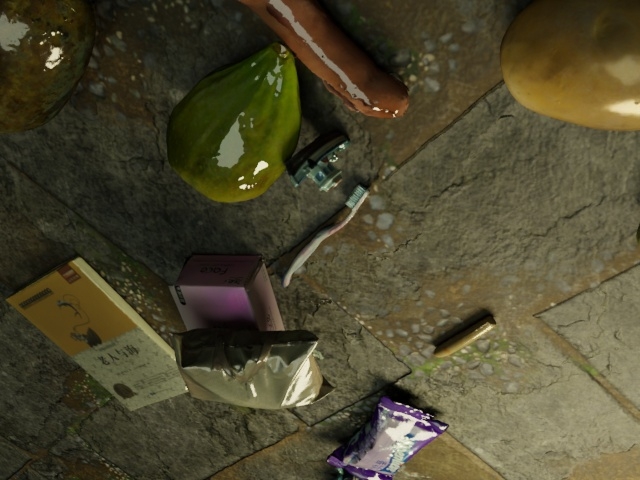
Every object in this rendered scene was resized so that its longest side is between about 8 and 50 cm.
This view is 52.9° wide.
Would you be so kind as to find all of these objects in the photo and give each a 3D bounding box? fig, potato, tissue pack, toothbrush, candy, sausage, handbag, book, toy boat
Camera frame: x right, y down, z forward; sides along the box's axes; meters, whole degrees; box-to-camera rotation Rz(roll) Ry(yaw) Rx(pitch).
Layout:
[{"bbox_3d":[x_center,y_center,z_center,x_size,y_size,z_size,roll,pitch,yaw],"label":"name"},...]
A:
[{"bbox_3d":[-0.100,-0.160,0.862,0.167,0.167,0.233,39,105,-12],"label":"fig"},{"bbox_3d":[0.311,-0.195,0.685,0.234,0.146,0.150,9,99,15],"label":"potato"},{"bbox_3d":[-0.152,0.146,1.157,0.149,0.092,0.246,-1,126,18],"label":"tissue pack"},{"bbox_3d":[0.000,0.000,1.028,0.027,0.021,0.269,42,130,2],"label":"toothbrush"},{"bbox_3d":[0.128,0.402,1.273,0.145,0.070,0.275,24,128,-8],"label":"candy"},{"bbox_3d":[-0.011,-0.255,0.793,0.304,0.078,0.078,40,130,-17],"label":"sausage"},{"bbox_3d":[-0.118,0.203,1.057,0.271,0.117,0.182,-2,139,10],"label":"handbag"},{"bbox_3d":[-0.455,0.213,1.367,0.269,0.032,0.389,-25,116,34],"label":"book"},{"bbox_3d":[0.002,-0.101,0.867,0.066,0.140,0.059,47,130,2],"label":"toy boat"},{"bbox_3d":[0.237,0.164,1.068,0.024,0.024,0.132,38,130,-11],"label":"sausage"}]

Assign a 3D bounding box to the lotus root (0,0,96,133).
[{"bbox_3d":[-0.409,-0.258,0.887,0.152,0.160,0.275,43,130,-1],"label":"lotus root"}]

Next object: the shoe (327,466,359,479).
[{"bbox_3d":[0.042,0.557,1.434,0.071,0.064,0.143,24,129,0],"label":"shoe"}]

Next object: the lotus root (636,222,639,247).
[{"bbox_3d":[0.469,-0.039,0.780,0.090,0.077,0.183,22,135,-6],"label":"lotus root"}]
